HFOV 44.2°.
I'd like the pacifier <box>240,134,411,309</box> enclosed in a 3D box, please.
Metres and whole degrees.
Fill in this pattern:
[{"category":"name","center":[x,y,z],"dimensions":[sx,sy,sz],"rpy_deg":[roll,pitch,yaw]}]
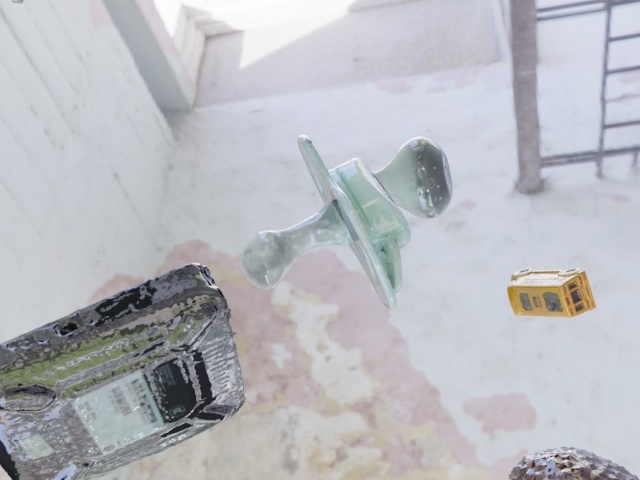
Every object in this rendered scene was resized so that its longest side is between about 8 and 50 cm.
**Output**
[{"category":"pacifier","center":[0.000,0.000,1.285],"dimensions":[0.288,0.269,0.343],"rpy_deg":[63,180,-44]}]

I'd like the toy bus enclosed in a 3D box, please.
[{"category":"toy bus","center":[0.357,0.087,1.260],"dimensions":[0.162,0.074,0.069],"rpy_deg":[-8,104,63]}]

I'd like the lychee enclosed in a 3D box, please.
[{"category":"lychee","center":[0.372,0.430,1.132],"dimensions":[0.260,0.261,0.260],"rpy_deg":[-7,-90,-80]}]

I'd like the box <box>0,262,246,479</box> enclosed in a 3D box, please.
[{"category":"box","center":[-0.276,0.205,1.074],"dimensions":[0.091,0.350,0.359],"rpy_deg":[54,160,35]}]

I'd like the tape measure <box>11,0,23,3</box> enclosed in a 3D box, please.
[{"category":"tape measure","center":[-0.373,-0.381,0.856],"dimensions":[0.196,0.105,0.178],"rpy_deg":[-58,43,48]}]

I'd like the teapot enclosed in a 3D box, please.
[{"category":"teapot","center":[0.160,-0.125,1.746],"dimensions":[0.183,0.251,0.183],"rpy_deg":[-9,-90,-72]}]
